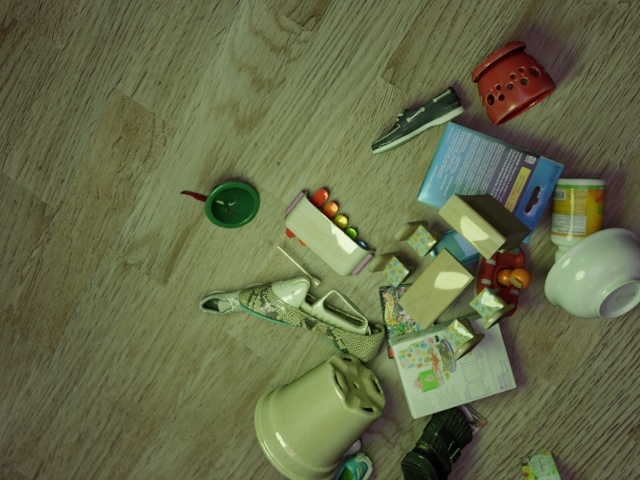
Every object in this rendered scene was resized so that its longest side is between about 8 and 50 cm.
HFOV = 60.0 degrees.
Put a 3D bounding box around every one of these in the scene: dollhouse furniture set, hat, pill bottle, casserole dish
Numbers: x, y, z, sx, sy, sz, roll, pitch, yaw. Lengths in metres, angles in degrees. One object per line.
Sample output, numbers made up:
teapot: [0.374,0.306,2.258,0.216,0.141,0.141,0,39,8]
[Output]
dollhouse furniture set: [0.349,0.077,1.502,0.362,0.256,0.394,48,118,23]
hat: [-0.327,-0.159,1.860,0.208,0.183,0.173,16,113,-33]
pill bottle: [0.736,-0.055,1.593,0.136,0.136,0.246,2,98,11]
casserole dish: [0.434,0.017,1.718,0.188,0.037,0.114,-21,92,13]

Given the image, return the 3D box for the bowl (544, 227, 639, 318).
bowl: [0.786,0.120,1.526,0.297,0.134,0.298,-10,131,-11]

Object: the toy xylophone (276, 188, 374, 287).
toy xylophone: [0.000,0.000,1.781,0.236,0.081,0.323,-41,89,22]

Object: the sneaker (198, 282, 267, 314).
sneaker: [-0.281,0.209,1.848,0.262,0.121,0.099,-11,94,12]

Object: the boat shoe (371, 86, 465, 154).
boat shoe: [0.279,-0.356,1.668,0.302,0.114,0.091,-27,92,2]

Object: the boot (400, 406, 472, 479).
boot: [0.376,0.705,1.737,0.131,0.260,0.348,13,128,34]

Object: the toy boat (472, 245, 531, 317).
toy boat: [0.546,0.111,1.613,0.150,0.151,0.231,18,81,-24]

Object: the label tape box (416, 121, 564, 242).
label tape box: [0.492,-0.173,1.643,0.347,0.115,0.249,22,102,6]

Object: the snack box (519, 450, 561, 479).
snack box: [0.674,0.706,1.704,0.100,0.141,0.037,-19,93,13]

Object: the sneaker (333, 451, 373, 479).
sneaker: [0.069,0.818,1.844,0.107,0.110,0.275,36,113,34]

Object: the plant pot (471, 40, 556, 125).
plant pot: [0.530,-0.444,1.561,0.191,0.191,0.174,-33,83,14]

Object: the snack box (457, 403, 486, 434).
snack box: [0.444,0.546,1.792,0.178,0.022,0.064,39,105,4]

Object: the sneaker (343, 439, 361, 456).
sneaker: [0.021,0.705,1.870,0.237,0.086,0.085,-10,94,12]

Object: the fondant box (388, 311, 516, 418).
fondant box: [0.402,0.376,1.704,0.330,0.096,0.239,-17,95,-1]

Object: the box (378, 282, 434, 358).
box: [0.282,0.256,1.776,0.159,0.044,0.233,-8,96,12]

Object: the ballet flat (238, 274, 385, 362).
ballet flat: [-0.013,0.215,1.753,0.482,0.164,0.182,26,115,-3]

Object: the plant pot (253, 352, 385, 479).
plant pot: [0.019,0.515,1.691,0.334,0.334,0.305,45,115,3]
